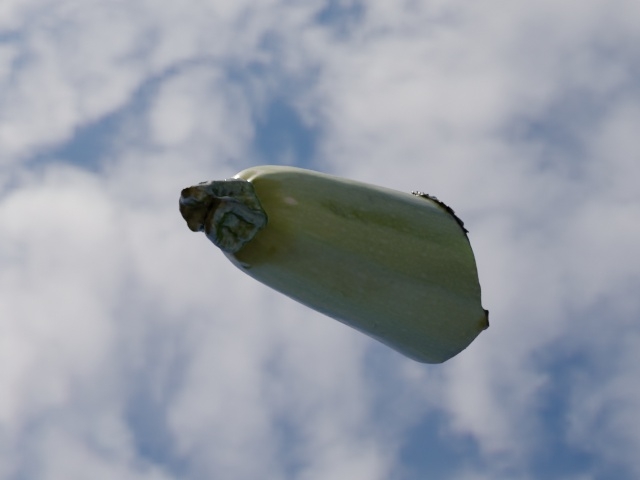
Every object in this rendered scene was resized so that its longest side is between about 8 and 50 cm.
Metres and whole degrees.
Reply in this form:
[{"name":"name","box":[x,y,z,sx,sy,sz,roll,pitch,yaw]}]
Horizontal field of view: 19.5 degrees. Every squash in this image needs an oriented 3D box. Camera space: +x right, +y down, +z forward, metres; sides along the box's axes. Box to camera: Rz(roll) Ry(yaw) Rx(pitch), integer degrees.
[{"name":"squash","box":[-0.002,-0.011,1.433,0.137,0.287,0.137,-31,-134,39]}]
